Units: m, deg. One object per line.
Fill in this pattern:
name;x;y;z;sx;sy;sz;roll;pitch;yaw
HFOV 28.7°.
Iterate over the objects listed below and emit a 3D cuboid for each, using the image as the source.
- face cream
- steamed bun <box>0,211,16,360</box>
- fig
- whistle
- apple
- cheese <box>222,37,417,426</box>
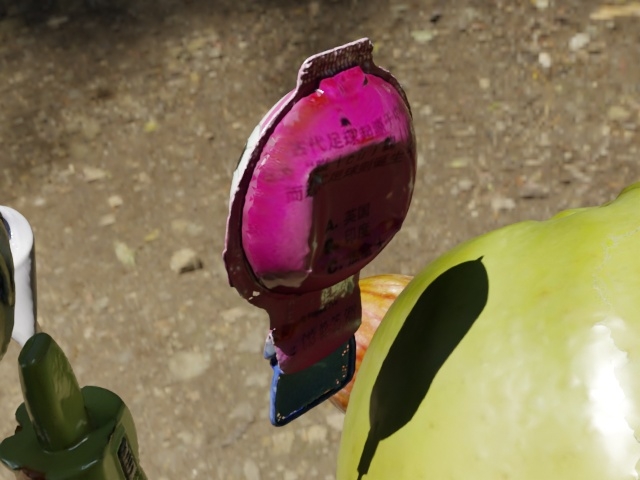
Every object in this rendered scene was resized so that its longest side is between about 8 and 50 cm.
face cream;-0.403;0.118;1.678;0.137;0.420;0.235;-27;46;-15
steamed bun;-0.347;0.051;0.869;0.280;0.207;0.268;0;53;27
fig;0.043;0.102;1.316;0.207;0.175;0.175;19;50;16
whistle;-0.218;0.199;1.116;0.106;0.288;0.131;-1;39;14
apple;0.232;0.179;0.935;0.474;0.473;0.473;-4;44;4
cheese;0.000;0.000;0.721;0.062;0.244;0.155;30;42;35
